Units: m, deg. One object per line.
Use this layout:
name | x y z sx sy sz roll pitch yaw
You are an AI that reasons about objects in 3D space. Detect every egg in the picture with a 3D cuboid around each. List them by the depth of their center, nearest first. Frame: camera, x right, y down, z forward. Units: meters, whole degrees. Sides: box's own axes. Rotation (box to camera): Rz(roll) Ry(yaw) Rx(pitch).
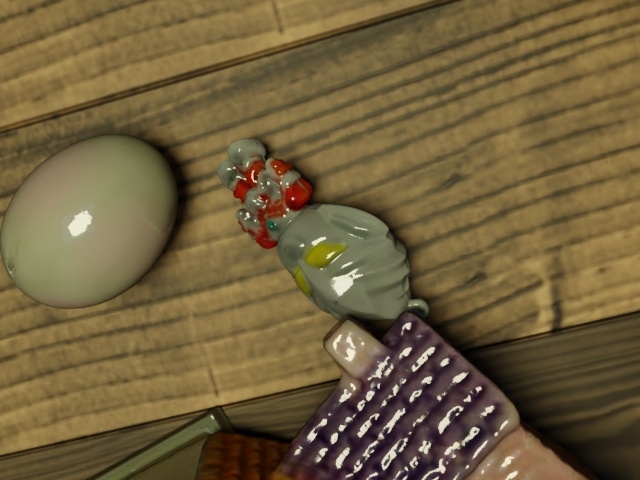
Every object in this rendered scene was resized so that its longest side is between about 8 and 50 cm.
egg | -0.157 -0.013 0.506 0.135 0.103 0.103 -44 92 7

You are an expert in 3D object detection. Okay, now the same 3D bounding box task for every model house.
model house | 0.044 0.188 0.455 0.237 0.202 0.237 39 97 -5

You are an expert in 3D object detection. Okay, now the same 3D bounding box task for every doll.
doll | 0.000 0.000 0.513 0.180 0.079 0.094 40 128 6

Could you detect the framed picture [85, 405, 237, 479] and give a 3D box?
framed picture | -0.153 0.304 0.594 0.314 0.024 0.232 -30 94 8
